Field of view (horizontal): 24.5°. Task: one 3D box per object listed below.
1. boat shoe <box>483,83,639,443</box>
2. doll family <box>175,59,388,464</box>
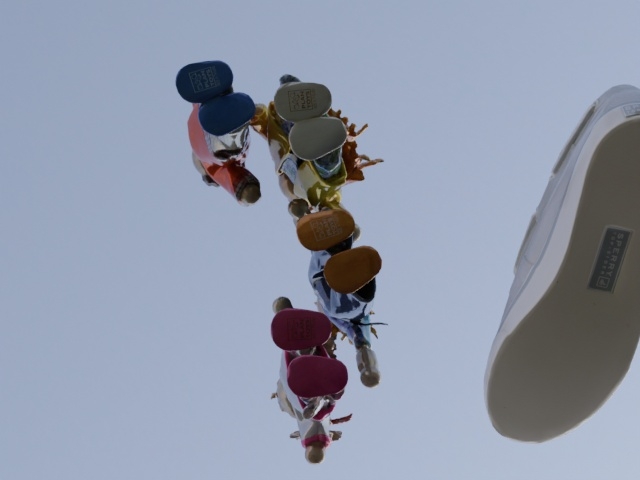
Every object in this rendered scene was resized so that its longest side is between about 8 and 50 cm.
[{"bbox_3d":[0.122,0.011,0.711,0.066,0.063,0.184,9,-64,-3],"label":"boat shoe"},{"bbox_3d":[0.000,0.000,0.923,0.118,0.163,0.262,-18,-103,-6],"label":"doll family"}]
